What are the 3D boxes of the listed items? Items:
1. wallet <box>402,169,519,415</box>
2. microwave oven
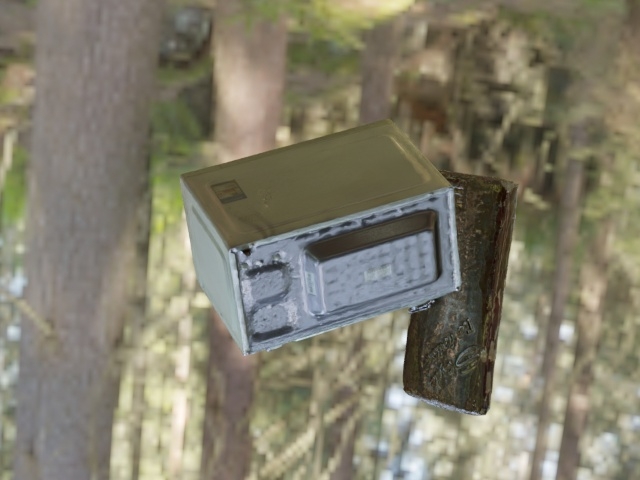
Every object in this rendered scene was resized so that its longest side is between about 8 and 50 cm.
[{"bbox_3d":[0.131,0.050,1.707,0.031,0.232,0.122,2,-174,-41],"label":"wallet"},{"bbox_3d":[0.000,0.000,1.528,0.205,0.129,0.163,-16,-146,-13],"label":"microwave oven"}]
